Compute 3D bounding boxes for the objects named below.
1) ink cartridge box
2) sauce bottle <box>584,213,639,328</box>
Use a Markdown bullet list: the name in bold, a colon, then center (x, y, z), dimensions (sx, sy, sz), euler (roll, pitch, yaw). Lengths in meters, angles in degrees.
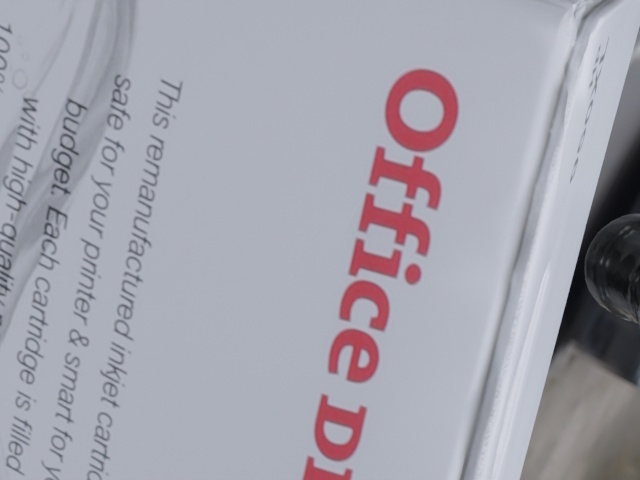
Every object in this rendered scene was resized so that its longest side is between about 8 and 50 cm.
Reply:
- **ink cartridge box**: center (-0.103, -0.011, 0.751), dimensions (0.166, 0.395, 0.285), euler (-37, 142, -67)
- **sauce bottle**: center (0.257, 0.054, 1.153), dimensions (0.111, 0.111, 0.344), euler (-63, -156, 3)
